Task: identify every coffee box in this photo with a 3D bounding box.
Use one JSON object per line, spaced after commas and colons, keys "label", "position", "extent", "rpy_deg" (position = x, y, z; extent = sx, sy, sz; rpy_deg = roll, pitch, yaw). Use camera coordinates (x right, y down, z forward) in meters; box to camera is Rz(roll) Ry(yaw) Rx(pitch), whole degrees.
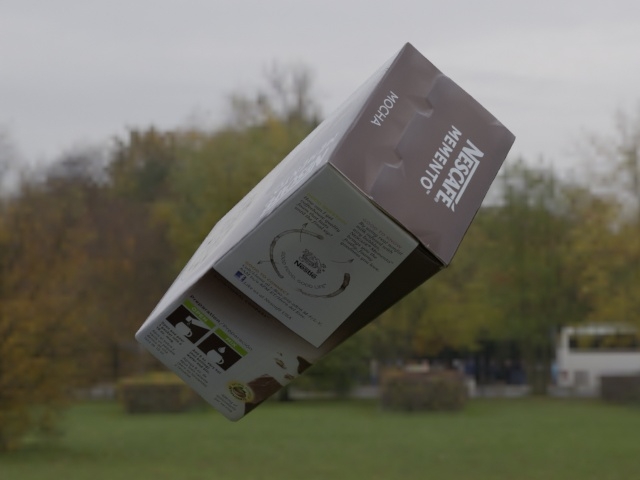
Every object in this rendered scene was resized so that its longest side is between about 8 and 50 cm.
{"label": "coffee box", "position": [0.000, 0.000, 1.324], "extent": [0.119, 0.168, 0.297], "rpy_deg": [41, -44, -8]}
